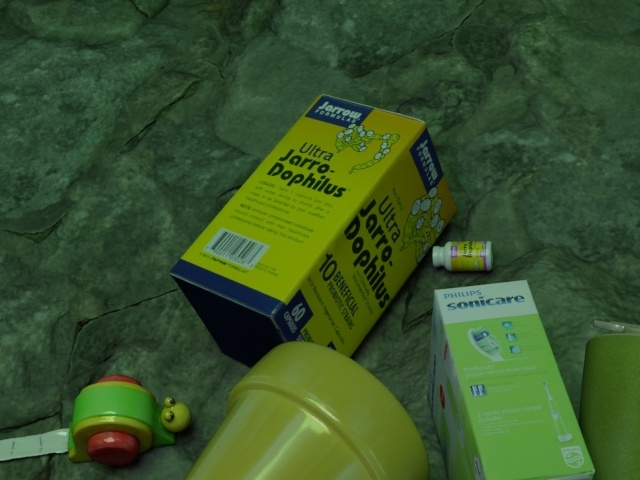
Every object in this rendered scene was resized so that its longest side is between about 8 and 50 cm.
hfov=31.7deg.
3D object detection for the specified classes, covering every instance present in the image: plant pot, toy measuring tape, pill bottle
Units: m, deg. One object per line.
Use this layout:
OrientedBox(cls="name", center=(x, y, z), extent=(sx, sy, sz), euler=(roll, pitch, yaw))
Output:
OrientedBox(cls="plant pot", center=(0.396, 0.285, 1.247), extent=(0.275, 0.275, 0.293), euler=(12, 75, 22))
OrientedBox(cls="toy measuring tape", center=(-0.338, 0.249, 1.525), extent=(0.330, 0.121, 0.121), euler=(-8, 53, 8))
OrientedBox(cls="plant pot", center=(-0.041, 0.285, 1.303), extent=(0.254, 0.254, 0.239), euler=(25, 47, 28))
OrientedBox(cls="pill bottle", center=(0.203, 0.023, 1.604), extent=(0.083, 0.043, 0.043), euler=(-1, 54, 13))

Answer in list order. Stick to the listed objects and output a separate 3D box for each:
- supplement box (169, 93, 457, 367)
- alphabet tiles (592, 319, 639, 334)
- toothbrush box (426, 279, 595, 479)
OrientedBox(cls="supplement box", center=(0.000, 0.000, 1.559), extent=(0.195, 0.194, 0.356), euler=(20, 61, 36))
OrientedBox(cls="alphabet tiles", center=(0.478, 0.128, 1.328), extent=(0.278, 0.284, 0.021), euler=(9, 89, -24))
OrientedBox(cls="toothbrush box", center=(0.212, 0.220, 1.321), extent=(0.122, 0.206, 0.283), euler=(-5, 45, -3))
